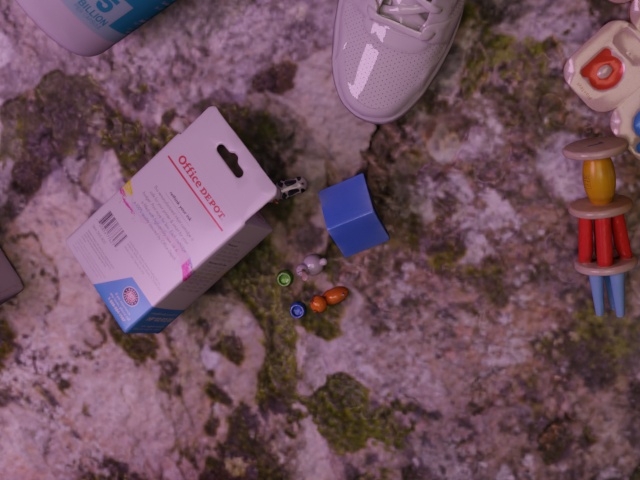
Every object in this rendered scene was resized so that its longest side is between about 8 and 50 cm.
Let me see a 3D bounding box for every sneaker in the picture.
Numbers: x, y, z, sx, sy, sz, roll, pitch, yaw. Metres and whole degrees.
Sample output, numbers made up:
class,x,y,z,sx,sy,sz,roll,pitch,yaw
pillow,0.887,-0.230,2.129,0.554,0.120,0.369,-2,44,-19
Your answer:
class,x,y,z,sx,sy,sz,roll,pitch,yaw
sneaker,0.076,-0.225,0.846,0.108,0.169,0.293,21,103,3

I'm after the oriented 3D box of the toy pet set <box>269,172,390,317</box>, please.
class,x,y,z,sx,sy,sz,roll,pitch,yaw
toy pet set,0.000,0.000,0.945,0.114,0.065,0.122,-22,96,11

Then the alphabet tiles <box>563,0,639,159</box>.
class,x,y,z,sx,sy,sz,roll,pitch,yaw
alphabet tiles,0.351,-0.171,0.887,0.278,0.021,0.284,-43,91,12

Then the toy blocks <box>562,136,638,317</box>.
class,x,y,z,sx,sy,sz,roll,pitch,yaw
toy blocks,0.265,-0.010,0.896,0.123,0.054,0.148,-3,109,23

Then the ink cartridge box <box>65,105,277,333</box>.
class,x,y,z,sx,sy,sz,roll,pitch,yaw
ink cartridge box,-0.117,-0.016,0.947,0.181,0.061,0.104,-41,72,13

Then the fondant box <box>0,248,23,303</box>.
class,x,y,z,sx,sy,sz,roll,pitch,yaw
fondant box,-0.476,0.030,1.007,0.330,0.096,0.238,-30,94,13

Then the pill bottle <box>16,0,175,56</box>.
class,x,y,z,sx,sy,sz,roll,pitch,yaw
pill bottle,-0.126,-0.274,0.879,0.264,0.146,0.146,-33,93,12
